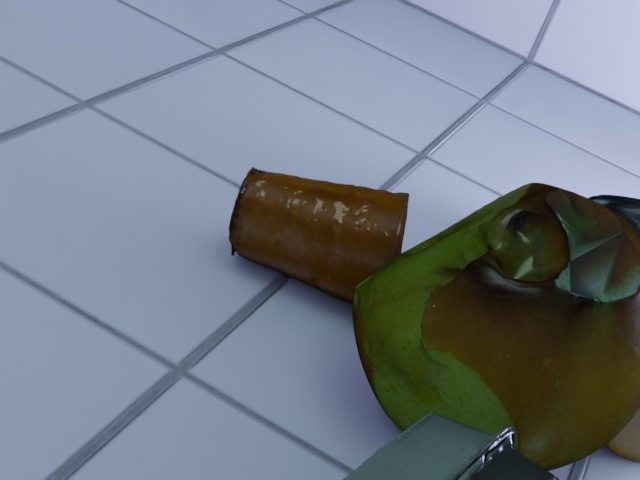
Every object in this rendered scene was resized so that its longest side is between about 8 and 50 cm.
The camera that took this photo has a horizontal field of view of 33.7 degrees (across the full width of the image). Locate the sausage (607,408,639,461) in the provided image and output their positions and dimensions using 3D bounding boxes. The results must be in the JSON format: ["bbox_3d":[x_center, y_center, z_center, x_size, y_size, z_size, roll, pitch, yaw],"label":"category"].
[{"bbox_3d":[0.463,0.152,1.551,0.233,0.233,0.287,10,30,-21],"label":"sausage"}]

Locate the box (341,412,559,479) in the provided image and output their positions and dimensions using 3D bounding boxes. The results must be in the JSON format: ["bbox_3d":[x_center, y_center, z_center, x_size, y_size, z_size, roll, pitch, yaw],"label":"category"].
[{"bbox_3d":[0.106,0.314,1.037,0.166,0.221,0.290,21,25,28],"label":"box"}]

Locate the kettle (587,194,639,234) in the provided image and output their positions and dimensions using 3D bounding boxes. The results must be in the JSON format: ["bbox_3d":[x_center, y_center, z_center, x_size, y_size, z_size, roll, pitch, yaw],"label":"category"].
[{"bbox_3d":[0.577,0.050,1.858,0.324,0.228,0.321,35,4,29],"label":"kettle"}]

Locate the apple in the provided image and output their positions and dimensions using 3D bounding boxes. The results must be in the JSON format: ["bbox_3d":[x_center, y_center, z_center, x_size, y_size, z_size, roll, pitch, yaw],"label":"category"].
[{"bbox_3d":[0.233,0.102,1.314,0.383,0.374,0.374,10,29,-4],"label":"apple"}]

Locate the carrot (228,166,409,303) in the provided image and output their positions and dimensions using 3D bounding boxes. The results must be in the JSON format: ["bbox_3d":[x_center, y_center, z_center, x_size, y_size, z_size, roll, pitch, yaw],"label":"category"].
[{"bbox_3d":[0.000,0.000,1.588,0.254,0.196,0.196,12,28,5],"label":"carrot"}]
